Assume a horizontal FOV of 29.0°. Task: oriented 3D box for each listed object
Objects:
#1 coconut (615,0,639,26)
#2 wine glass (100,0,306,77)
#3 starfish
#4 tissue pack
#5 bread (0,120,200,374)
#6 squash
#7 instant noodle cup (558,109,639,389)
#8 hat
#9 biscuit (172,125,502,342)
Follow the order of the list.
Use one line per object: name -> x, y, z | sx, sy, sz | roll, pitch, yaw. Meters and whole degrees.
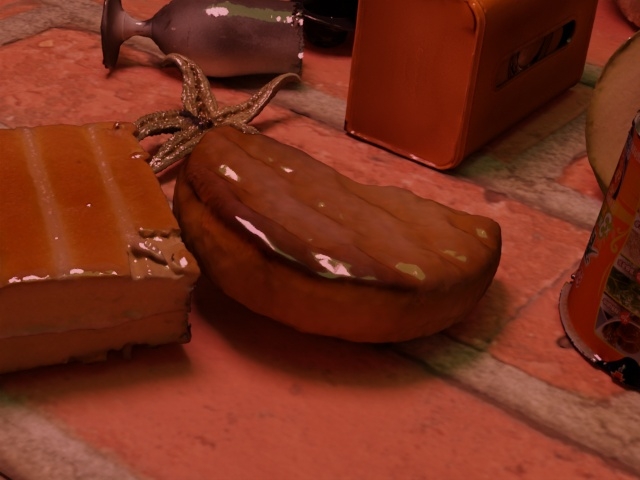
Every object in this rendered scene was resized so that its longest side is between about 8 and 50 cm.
coconut -> 0.460, -0.376, 1.545 | 0.245, 0.247, 0.245 | 3, 63, -6
wine glass -> -0.128, -0.231, 1.366 | 0.222, 0.103, 0.103 | 5, 32, 0
starfish -> -0.103, -0.113, 1.230 | 0.223, 0.050, 0.217 | -33, 53, -28
tissue pack -> 0.167, -0.219, 1.291 | 0.145, 0.194, 0.274 | 24, 38, 28
bread -> -0.234, 0.004, 0.973 | 0.239, 0.111, 0.246 | -7, 34, -16
squash -> 0.359, -0.122, 1.137 | 0.133, 0.220, 0.220 | -15, 37, -33
instant noodle cup -> 0.317, -0.001, 0.976 | 0.230, 0.182, 0.230 | 4, 33, -2
hat -> 0.010, -0.259, 1.469 | 0.121, 0.050, 0.121 | 7, 34, -5
biscuit -> 0.000, 0.001, 1.006 | 0.274, 0.091, 0.213 | 26, 32, 13
